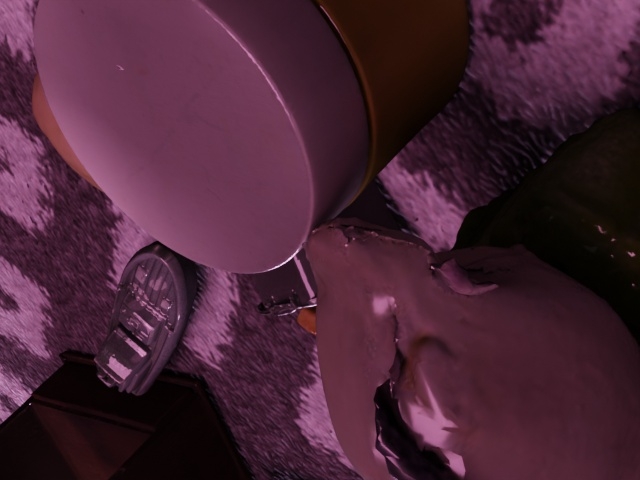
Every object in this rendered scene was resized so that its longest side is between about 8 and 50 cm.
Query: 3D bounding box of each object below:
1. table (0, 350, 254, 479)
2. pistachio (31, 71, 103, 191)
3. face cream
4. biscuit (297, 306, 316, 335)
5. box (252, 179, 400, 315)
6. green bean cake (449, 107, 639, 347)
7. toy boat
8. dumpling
[{"bbox_3d":[-0.260,0.296,1.307,0.251,0.282,0.196,6,130,42],"label":"table"},{"bbox_3d":[-0.151,-0.085,0.957,0.200,0.117,0.145,19,123,32],"label":"pistachio"},{"bbox_3d":[-0.040,-0.117,0.763,0.218,0.179,0.218,27,141,24],"label":"face cream"},{"bbox_3d":[0.070,0.090,0.901,0.250,0.162,0.035,43,114,47],"label":"biscuit"},{"bbox_3d":[0.000,0.000,0.901,0.084,0.122,0.069,-14,103,49],"label":"box"},{"bbox_3d":[0.193,0.058,0.752,0.248,0.125,0.222,44,145,4],"label":"green bean cake"},{"bbox_3d":[-0.173,0.079,1.175,0.078,0.085,0.260,40,144,9],"label":"toy boat"},{"bbox_3d":[0.080,0.104,0.676,0.293,0.163,0.204,44,143,-22],"label":"dumpling"}]
